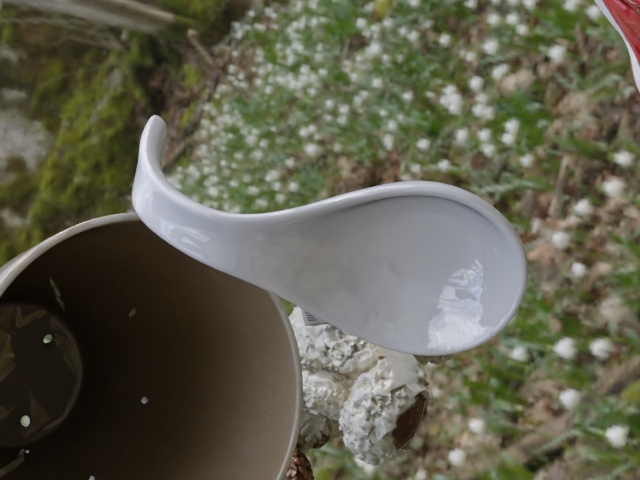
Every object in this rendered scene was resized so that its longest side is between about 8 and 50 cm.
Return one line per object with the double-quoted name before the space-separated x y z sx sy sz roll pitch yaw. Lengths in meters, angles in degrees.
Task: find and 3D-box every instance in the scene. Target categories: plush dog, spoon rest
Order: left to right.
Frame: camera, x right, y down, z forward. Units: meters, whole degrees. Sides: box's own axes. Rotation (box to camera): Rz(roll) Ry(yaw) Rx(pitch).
"spoon rest" 0.000 0.000 0.779 0.084 0.276 0.137 -66 -8 -53
"plush dog" 0.007 0.139 1.253 0.225 0.210 0.262 -57 -1 33

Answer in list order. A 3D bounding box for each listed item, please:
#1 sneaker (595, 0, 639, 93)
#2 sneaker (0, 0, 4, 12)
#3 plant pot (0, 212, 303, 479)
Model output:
"sneaker" 0.270 -0.144 0.883 0.087 0.221 0.128 -40 2 14
"sneaker" -0.123 -0.079 0.316 0.135 0.097 0.276 -71 5 -53
"plant pot" -0.192 0.114 0.912 0.274 0.256 0.257 -4 64 57
